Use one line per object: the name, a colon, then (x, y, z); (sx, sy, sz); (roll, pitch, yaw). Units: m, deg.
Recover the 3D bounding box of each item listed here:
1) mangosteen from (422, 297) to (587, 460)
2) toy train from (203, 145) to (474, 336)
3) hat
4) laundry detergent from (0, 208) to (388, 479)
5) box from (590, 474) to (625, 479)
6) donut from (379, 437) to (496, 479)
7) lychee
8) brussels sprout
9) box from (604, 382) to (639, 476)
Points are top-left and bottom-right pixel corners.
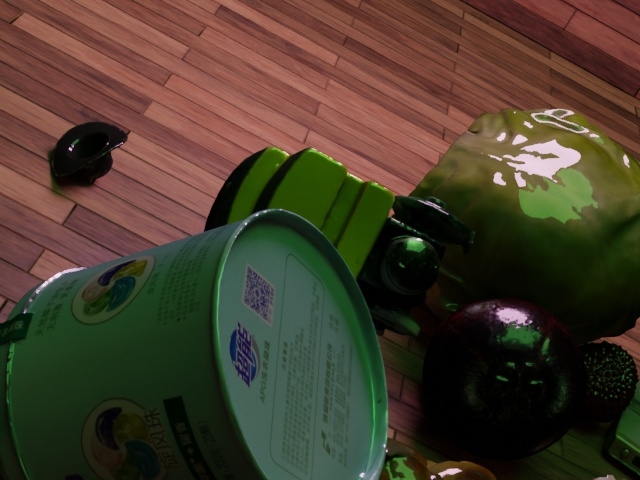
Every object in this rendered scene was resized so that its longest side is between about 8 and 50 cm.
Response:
mangosteen: (0.240, 0.180, 1.640); (0.216, 0.216, 0.216); (23, 30, -14)
toy train: (0.000, 0.000, 1.562); (0.272, 0.179, 0.442); (28, -8, -11)
hat: (-0.313, -0.113, 1.712); (0.121, 0.050, 0.121); (-13, 36, 10)
laundry detergent: (-0.135, 0.144, 1.178); (0.287, 0.305, 0.287); (38, 44, -48)
box: (0.336, 0.367, 1.497); (0.151, 0.135, 0.151); (24, 31, -15)
donut: (0.105, 0.351, 1.270); (0.360, 0.170, 0.360); (22, 32, -14)
lychee: (0.399, 0.206, 1.827); (0.129, 0.123, 0.123); (-38, 68, -22)
brussels sprout: (0.333, -0.005, 1.842); (0.361, 0.342, 0.425); (30, 29, 18)
box: (0.550, 0.331, 1.846); (0.270, 0.045, 0.211); (34, 29, 6)
